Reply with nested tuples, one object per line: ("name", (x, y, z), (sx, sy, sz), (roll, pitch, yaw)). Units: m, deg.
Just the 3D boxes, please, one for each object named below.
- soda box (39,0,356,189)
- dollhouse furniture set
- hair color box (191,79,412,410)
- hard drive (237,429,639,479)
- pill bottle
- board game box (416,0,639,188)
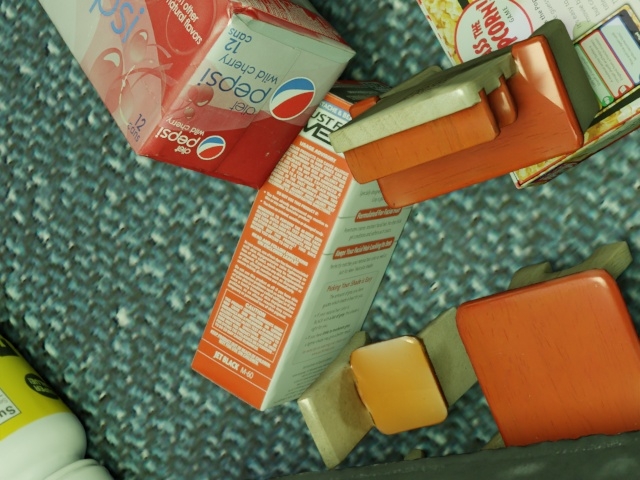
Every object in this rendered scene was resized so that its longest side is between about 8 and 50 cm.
("soda box", (-0.094, -0.145, 0.803), (0.092, 0.083, 0.263), (-53, 48, 20))
("dollhouse furniture set", (0.104, 0.040, 0.711), (0.262, 0.135, 0.259), (-18, 102, 29))
("hair color box", (0.000, 0.000, 0.817), (0.053, 0.093, 0.167), (30, 107, 22))
("hard drive", (0.103, 0.198, 0.725), (0.339, 0.064, 0.237), (-11, 126, 23))
("pill bottle", (-0.218, 0.117, 0.925), (0.208, 0.119, 0.119), (45, 113, 16))
("board game box", (0.148, -0.136, 0.754), (0.193, 0.045, 0.147), (-31, 81, 26))
